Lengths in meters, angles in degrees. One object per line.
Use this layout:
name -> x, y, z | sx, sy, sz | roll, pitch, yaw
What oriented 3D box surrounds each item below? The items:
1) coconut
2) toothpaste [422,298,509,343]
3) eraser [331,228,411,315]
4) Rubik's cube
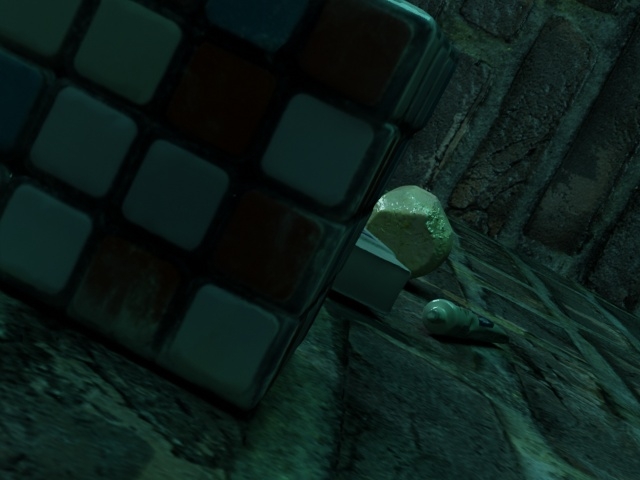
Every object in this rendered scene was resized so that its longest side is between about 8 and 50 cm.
coconut -> 0.109, -0.008, 1.675 | 0.116, 0.116, 0.122 | 29, 11, 6
toothpaste -> 0.155, 0.089, 1.466 | 0.060, 0.038, 0.233 | 33, 6, 22
eraser -> 0.000, 0.000, 1.385 | 0.124, 0.068, 0.210 | 28, 7, -23
Rubik's cube -> -0.080, -0.076, 0.864 | 0.256, 0.253, 0.259 | 28, 6, 4
